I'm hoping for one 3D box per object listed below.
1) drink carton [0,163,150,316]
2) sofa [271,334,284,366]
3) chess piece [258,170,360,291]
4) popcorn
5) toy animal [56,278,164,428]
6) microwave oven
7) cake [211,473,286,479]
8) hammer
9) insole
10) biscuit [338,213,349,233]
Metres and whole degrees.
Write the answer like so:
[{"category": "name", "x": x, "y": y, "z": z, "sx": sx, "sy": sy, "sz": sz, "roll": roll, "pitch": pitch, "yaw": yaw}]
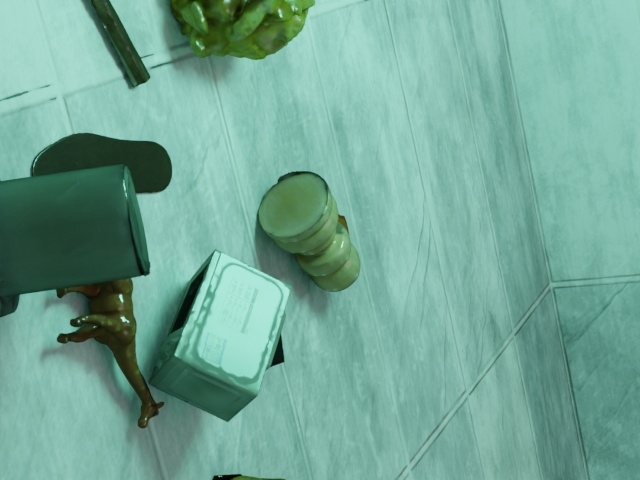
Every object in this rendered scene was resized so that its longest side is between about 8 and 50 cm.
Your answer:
[{"category": "drink carton", "x": -0.318, "y": -0.017, "z": 1.430, "sx": 0.191, "sy": 0.189, "sz": 0.186, "roll": 160, "pitch": -83, "yaw": -86}, {"category": "sofa", "x": -0.121, "y": 0.152, "z": 1.975, "sx": 0.147, "sy": 0.060, "sz": 0.085, "roll": 49, "pitch": 27, "yaw": -48}, {"category": "chess piece", "x": 0.000, "y": 0.000, "z": 2.148, "sx": 0.261, "sy": 0.142, "sz": 0.143, "roll": 54, "pitch": 40, "yaw": -49}, {"category": "popcorn", "x": -0.124, "y": -0.411, "z": 1.921, "sx": 0.259, "sy": 0.212, "sz": 0.259, "roll": 42, "pitch": 42, "yaw": -52}, {"category": "toy animal", "x": -0.288, "y": 0.147, "z": 1.644, "sx": 0.229, "sy": 0.066, "sz": 0.224, "roll": 29, "pitch": 60, "yaw": -63}, {"category": "microwave oven", "x": -0.152, "y": 0.148, "z": 1.786, "sx": 0.162, "sy": 0.122, "sz": 0.208, "roll": 28, "pitch": 52, "yaw": -14}, {"category": "cake", "x": -0.078, "y": 0.468, "z": 1.857, "sx": 0.185, "sy": 0.178, "sz": 0.208, "roll": -41, "pitch": 118, "yaw": -56}, {"category": "hammer", "x": -0.327, "y": -0.353, "z": 1.711, "sx": 0.125, "sy": 0.027, "sz": 0.297, "roll": -58, "pitch": 134, "yaw": -42}, {"category": "insole", "x": -0.313, "y": -0.104, "z": 1.708, "sx": 0.327, "sy": 0.007, "sz": 0.111, "roll": -13, "pitch": 97, "yaw": -62}, {"category": "biscuit", "x": 0.029, "y": 0.000, "z": 2.310, "sx": 0.102, "sy": 0.019, "sz": 0.130, "roll": 66, "pitch": 32, "yaw": -31}]
